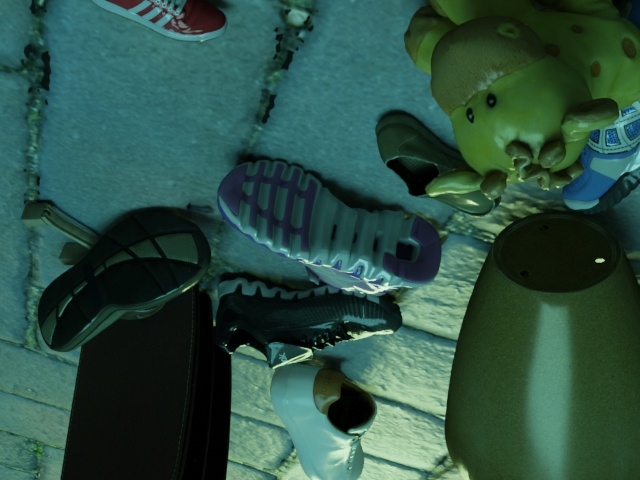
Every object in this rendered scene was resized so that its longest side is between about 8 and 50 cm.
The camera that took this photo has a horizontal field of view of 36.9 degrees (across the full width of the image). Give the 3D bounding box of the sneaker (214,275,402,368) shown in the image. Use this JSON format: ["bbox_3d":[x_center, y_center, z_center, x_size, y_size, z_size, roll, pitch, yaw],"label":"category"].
[{"bbox_3d":[-0.021,0.107,1.131,0.234,0.106,0.078,4,147,15],"label":"sneaker"}]

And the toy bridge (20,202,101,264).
[{"bbox_3d":[-0.288,0.018,1.174,0.063,0.026,0.188,-2,145,22],"label":"toy bridge"}]

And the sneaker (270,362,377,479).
[{"bbox_3d":[0.031,0.277,1.366,0.123,0.106,0.290,1,144,24],"label":"sneaker"}]

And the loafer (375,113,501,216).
[{"bbox_3d":[0.106,-0.058,0.886,0.148,0.050,0.056,30,144,-23],"label":"loafer"}]

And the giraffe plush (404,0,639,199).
[{"bbox_3d":[0.134,-0.103,0.640,0.210,0.170,0.181,35,135,10],"label":"giraffe plush"}]

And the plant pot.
[{"bbox_3d":[0.234,0.107,0.952,0.237,0.237,0.254,3,132,16],"label":"plant pot"}]

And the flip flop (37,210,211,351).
[{"bbox_3d":[-0.226,0.054,1.124,0.277,0.112,0.080,-32,153,31],"label":"flip flop"}]

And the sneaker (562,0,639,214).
[{"bbox_3d":[0.237,-0.105,0.753,0.081,0.080,0.211,22,137,0],"label":"sneaker"}]

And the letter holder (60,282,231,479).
[{"bbox_3d":[-0.175,0.202,1.148,0.214,0.302,0.152,-28,136,32],"label":"letter holder"}]

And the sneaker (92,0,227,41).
[{"bbox_3d":[-0.130,-0.203,0.767,0.118,0.042,0.067,17,150,-1],"label":"sneaker"}]

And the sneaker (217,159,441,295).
[{"bbox_3d":[0.000,0.000,0.984,0.236,0.095,0.104,21,154,-12],"label":"sneaker"}]
